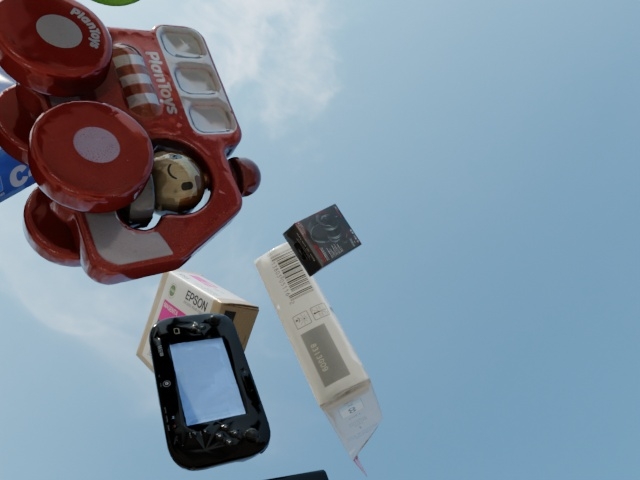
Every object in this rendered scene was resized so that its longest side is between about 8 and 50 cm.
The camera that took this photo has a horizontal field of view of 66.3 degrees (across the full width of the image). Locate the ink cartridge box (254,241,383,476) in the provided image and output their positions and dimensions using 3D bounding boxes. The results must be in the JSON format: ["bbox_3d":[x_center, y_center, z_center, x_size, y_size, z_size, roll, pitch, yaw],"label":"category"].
[{"bbox_3d":[0.018,0.230,0.907,0.091,0.308,0.385,-27,-41,-5],"label":"ink cartridge box"}]

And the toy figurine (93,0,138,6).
[{"bbox_3d":[-0.199,-0.251,0.342,0.130,0.159,0.173,17,-58,3],"label":"toy figurine"}]

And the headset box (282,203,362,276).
[{"bbox_3d":[0.000,0.000,0.586,0.062,0.083,0.032,57,-43,6],"label":"headset box"}]

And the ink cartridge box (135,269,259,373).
[{"bbox_3d":[-0.240,0.175,0.927,0.234,0.088,0.194,18,-90,46],"label":"ink cartridge box"}]

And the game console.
[{"bbox_3d":[-0.111,0.204,0.482,0.213,0.361,0.044,6,-57,-31],"label":"game console"}]

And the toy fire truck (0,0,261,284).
[{"bbox_3d":[-0.194,-0.114,0.537,0.169,0.253,0.303,-40,-110,50],"label":"toy fire truck"}]

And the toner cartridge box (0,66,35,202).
[{"bbox_3d":[-0.447,-0.092,0.547,0.165,0.348,0.075,27,-49,7],"label":"toner cartridge box"}]
